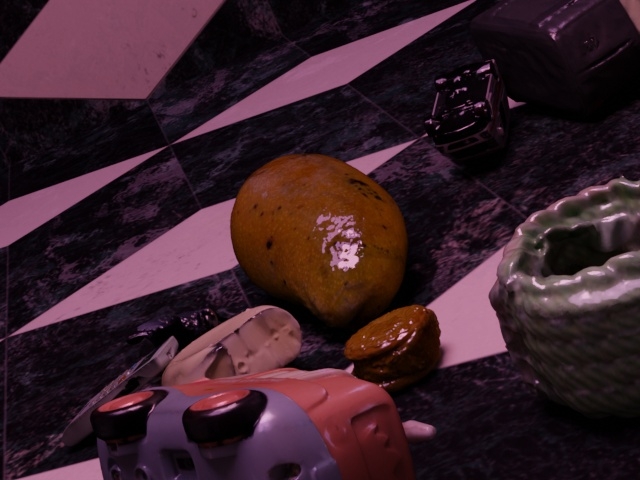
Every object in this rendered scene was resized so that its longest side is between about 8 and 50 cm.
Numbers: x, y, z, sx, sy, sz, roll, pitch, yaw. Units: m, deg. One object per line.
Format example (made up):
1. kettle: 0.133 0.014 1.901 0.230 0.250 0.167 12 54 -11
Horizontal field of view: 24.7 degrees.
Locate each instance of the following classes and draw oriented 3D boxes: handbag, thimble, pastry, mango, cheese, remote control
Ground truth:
1. handbag: 0.343 -0.274 1.970 0.181 0.181 0.254 -36 22 -12
2. thimble: 0.259 0.045 1.256 0.219 0.150 0.219 -21 19 8
3. pastry: 0.072 0.108 1.460 0.109 0.057 0.097 -27 17 -11
4. mango: 0.002 -0.008 1.705 0.329 0.176 0.176 26 98 66
5. cheese: -0.117 0.137 1.588 0.163 0.070 0.249 -35 7 -27
6. remote control: -0.221 0.168 1.622 0.166 0.029 0.065 -38 6 24

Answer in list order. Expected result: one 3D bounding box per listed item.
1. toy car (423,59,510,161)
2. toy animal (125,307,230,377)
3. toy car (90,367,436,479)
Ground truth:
1. toy car: 0.203 -0.158 1.947 0.089 0.108 0.209 -16 25 19
2. toy animal: -0.170 0.108 1.705 0.108 0.062 0.220 -38 -10 17
3. toy car: -0.046 0.191 1.211 0.212 0.180 0.270 -21 9 -42
